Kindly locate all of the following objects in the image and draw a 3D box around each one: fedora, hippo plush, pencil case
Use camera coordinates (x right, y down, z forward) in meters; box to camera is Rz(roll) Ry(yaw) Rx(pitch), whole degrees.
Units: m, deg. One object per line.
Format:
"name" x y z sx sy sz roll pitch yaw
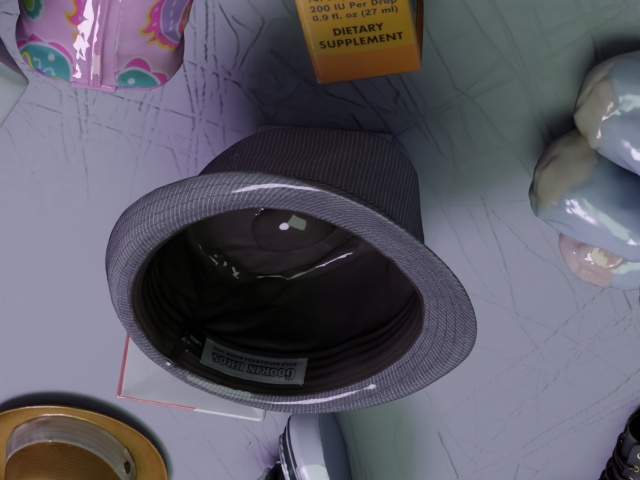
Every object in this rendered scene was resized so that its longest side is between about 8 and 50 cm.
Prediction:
"fedora" -0.236 0.231 1.540 0.194 0.079 0.194 4 137 3
"hippo plush" 0.272 0.030 1.154 0.234 0.236 0.294 -24 128 28
"pencil case" -0.125 -0.222 1.029 0.124 0.124 0.284 12 137 -5
"fedora" -0.015 0.006 1.156 0.243 0.124 0.275 34 138 -21

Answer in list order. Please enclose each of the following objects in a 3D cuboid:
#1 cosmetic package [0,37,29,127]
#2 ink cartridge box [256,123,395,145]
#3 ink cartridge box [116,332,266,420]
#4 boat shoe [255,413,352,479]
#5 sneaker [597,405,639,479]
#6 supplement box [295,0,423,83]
"cosmetic package" -0.390 0.019 1.081 0.161 0.230 0.453 32 97 -25
"ink cartridge box" 0.000 0.000 1.283 0.104 0.061 0.181 4 136 3
"ink cartridge box" -0.095 0.094 1.346 0.115 0.067 0.198 9 -179 -2
"boat shoe" -0.020 0.252 1.512 0.105 0.113 0.306 -7 147 3
"sneaker" 0.264 0.213 1.468 0.222 0.083 0.118 -30 121 20
"supplement box" 0.010 -0.212 1.052 0.078 0.080 0.233 -7 133 11
